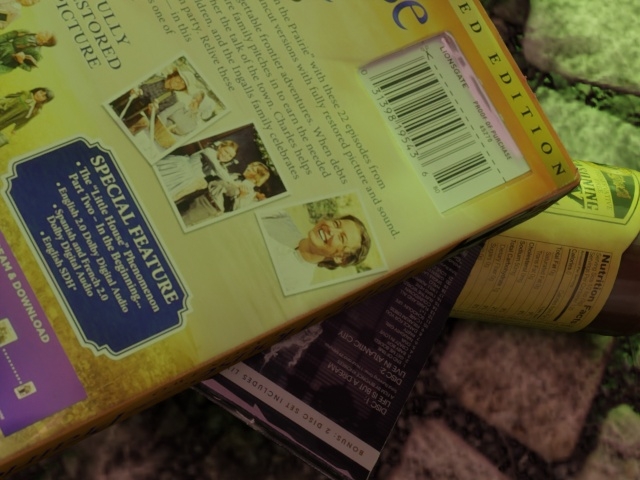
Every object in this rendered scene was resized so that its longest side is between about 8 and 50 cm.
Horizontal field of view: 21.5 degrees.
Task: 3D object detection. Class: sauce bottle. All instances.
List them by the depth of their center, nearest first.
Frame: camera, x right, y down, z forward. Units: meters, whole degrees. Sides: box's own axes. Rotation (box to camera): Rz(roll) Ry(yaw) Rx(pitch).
[{"bbox_3d":[0.146,0.002,1.044,0.344,0.111,0.111,8,74,-23],"label":"sauce bottle"}]

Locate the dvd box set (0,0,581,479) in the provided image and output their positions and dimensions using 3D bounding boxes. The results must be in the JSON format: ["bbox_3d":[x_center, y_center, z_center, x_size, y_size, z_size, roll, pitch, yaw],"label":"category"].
[{"bbox_3d":[-0.107,-0.076,0.838,0.420,0.062,0.307,-26,81,-29],"label":"dvd box set"}]

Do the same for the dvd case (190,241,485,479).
[{"bbox_3d":[0.000,0.000,0.906,0.164,0.018,0.221,34,62,-9],"label":"dvd case"}]
